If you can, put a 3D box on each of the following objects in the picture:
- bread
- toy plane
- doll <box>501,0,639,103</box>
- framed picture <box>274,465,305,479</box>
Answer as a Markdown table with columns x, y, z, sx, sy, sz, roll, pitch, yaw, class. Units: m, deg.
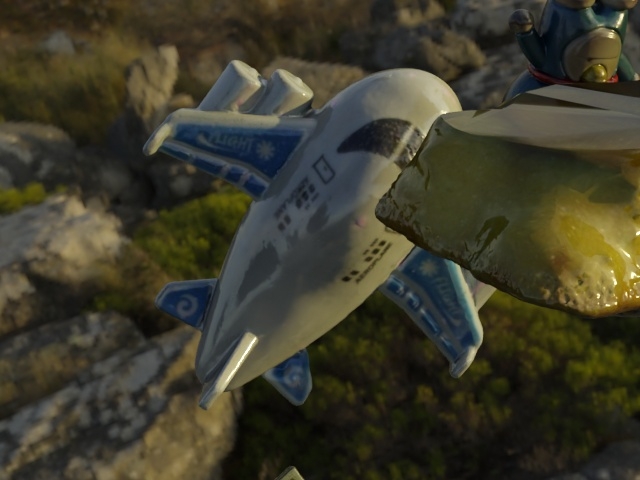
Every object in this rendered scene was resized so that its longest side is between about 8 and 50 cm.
| x | y | z | sx | sy | sz | roll | pitch | yaw | class |
| --- | --- | --- | --- | --- | --- | --- | --- | --- | --- |
| 0.154 | -0.028 | 0.621 | 0.233 | 0.088 | 0.161 | -16 | 22 | -32 | bread |
| 0.000 | -0.002 | 0.850 | 0.267 | 0.266 | 0.122 | -15 | 13 | 4 | toy plane |
| 0.171 | -0.105 | 0.863 | 0.114 | 0.151 | 0.085 | -1 | 29 | -19 | doll |
| -0.026 | 0.502 | 1.633 | 0.247 | 0.335 | 0.022 | -40 | 8 | -19 | framed picture |
